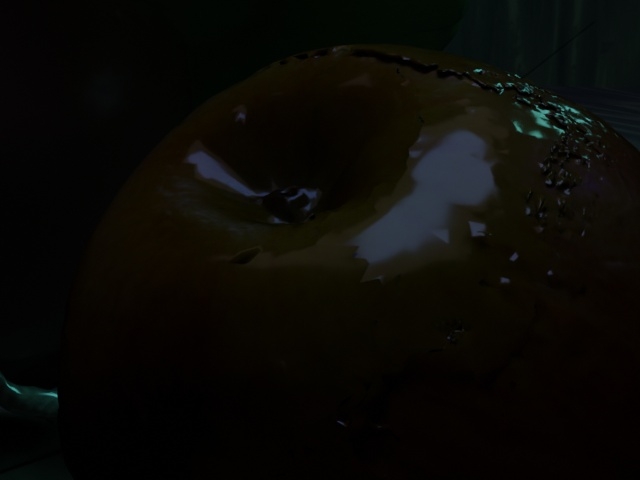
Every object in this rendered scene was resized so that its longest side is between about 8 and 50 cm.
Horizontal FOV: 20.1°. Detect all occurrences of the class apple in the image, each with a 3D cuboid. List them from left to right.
[{"bbox_3d":[0.013,0.027,0.373,0.146,0.147,0.146,3,8,0],"label":"apple"}]

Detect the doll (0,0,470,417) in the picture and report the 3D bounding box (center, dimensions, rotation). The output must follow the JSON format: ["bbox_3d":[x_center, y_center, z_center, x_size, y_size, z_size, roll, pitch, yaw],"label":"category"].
[{"bbox_3d":[-0.118,-0.013,0.457,0.268,0.216,0.284,8,-34,-36],"label":"doll"}]
